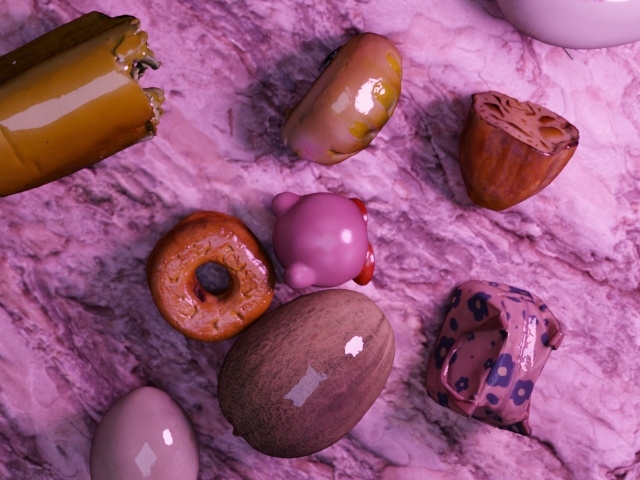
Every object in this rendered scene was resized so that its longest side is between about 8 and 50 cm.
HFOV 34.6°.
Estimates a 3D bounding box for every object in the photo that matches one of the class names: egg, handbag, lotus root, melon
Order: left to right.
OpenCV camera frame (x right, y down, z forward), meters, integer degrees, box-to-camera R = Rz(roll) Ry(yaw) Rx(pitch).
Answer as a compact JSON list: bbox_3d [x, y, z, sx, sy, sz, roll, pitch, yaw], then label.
[{"bbox_3d":[-0.300,0.373,1.754,0.186,0.186,0.253,-2,100,-9],"label":"egg"},{"bbox_3d":[-0.021,0.224,1.750,0.329,0.248,0.249,-38,102,-6],"label":"melon"},{"bbox_3d":[0.314,0.210,1.828,0.190,0.193,0.252,17,96,-15],"label":"handbag"},{"bbox_3d":[0.334,-0.149,1.813,0.188,0.199,0.180,36,128,23],"label":"lotus root"},{"bbox_3d":[0.476,-0.441,1.738,0.370,0.230,0.230,-3,99,-10],"label":"egg"}]

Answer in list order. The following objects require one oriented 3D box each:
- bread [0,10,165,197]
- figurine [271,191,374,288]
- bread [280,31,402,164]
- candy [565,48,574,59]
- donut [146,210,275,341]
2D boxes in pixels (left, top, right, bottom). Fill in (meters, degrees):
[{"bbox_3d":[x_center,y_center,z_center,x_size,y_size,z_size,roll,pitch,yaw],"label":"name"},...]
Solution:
[{"bbox_3d":[-0.429,-0.205,1.626,0.376,0.251,0.208,-25,118,-7],"label":"bread"},{"bbox_3d":[0.000,0.000,1.757,0.173,0.173,0.173,-1,99,-9],"label":"figurine"},{"bbox_3d":[0.054,-0.234,1.738,0.158,0.156,0.261,39,91,-11],"label":"bread"},{"bbox_3d":[0.436,-0.360,1.853,0.083,0.023,0.025,46,49,-20],"label":"candy"},{"bbox_3d":[-0.186,0.065,1.766,0.226,0.114,0.227,-2,100,-9],"label":"donut"}]
